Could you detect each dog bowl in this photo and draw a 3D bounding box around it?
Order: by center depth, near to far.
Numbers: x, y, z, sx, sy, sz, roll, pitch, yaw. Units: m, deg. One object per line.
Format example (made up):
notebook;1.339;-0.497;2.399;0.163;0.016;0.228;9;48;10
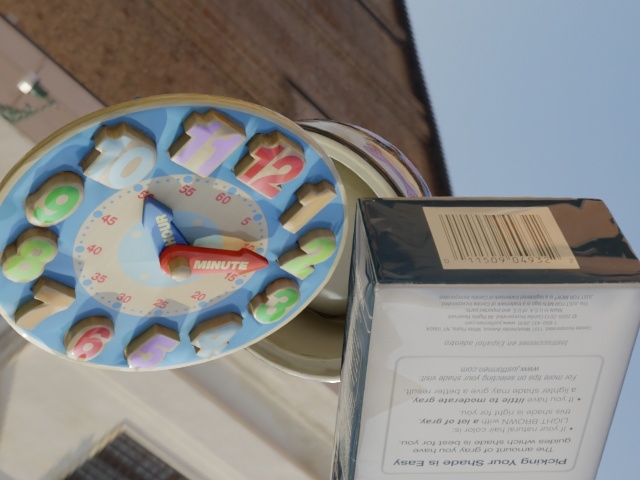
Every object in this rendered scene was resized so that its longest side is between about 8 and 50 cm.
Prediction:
dog bowl;0.000;0.000;1.599;0.408;0.408;0.150;-31;-175;35

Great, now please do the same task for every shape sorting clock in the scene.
shape sorting clock;-0.083;0.006;0.593;0.206;0.206;0.040;-42;-138;15

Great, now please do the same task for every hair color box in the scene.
hair color box;0.099;0.140;0.752;0.105;0.174;0.347;-99;-169;-56
